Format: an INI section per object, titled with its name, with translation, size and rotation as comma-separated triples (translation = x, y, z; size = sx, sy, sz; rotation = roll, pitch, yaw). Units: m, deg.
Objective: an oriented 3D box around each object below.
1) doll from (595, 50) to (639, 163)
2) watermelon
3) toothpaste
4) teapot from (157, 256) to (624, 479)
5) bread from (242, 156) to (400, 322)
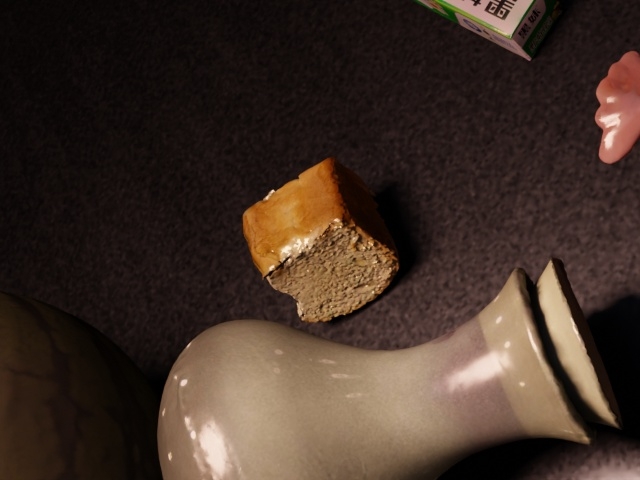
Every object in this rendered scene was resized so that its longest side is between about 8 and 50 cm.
[doll]
translation = 0.267, -0.050, 0.945
size = 0.262, 0.093, 0.211
rotation = 13, 81, 36
[watermelon]
translation = -0.209, 0.182, 1.039
size = 0.279, 0.279, 0.359
rotation = -28, 56, 21
[toothpaste]
translation = 0.082, -0.179, 1.157
size = 0.178, 0.037, 0.043
rotation = 34, 89, 38
[teapot]
translation = 0.041, 0.106, 0.989
size = 0.251, 0.183, 0.183
rotation = -22, 58, 10
[bread]
translation = 0.001, 0.000, 1.113
size = 0.083, 0.076, 0.070
rotation = -33, 44, 18
